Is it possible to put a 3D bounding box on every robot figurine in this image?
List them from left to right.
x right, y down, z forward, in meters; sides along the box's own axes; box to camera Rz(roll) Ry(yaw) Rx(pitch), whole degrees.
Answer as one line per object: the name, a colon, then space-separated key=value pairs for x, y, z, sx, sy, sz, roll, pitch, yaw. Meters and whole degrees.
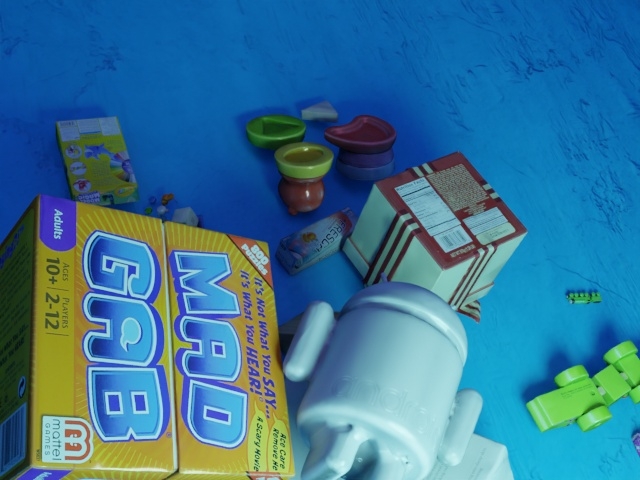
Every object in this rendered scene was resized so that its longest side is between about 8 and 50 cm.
robot figurine: x=0.093 y=0.203 z=1.227 sx=0.299 sy=0.200 sz=0.354 roll=32 pitch=52 yaw=-9

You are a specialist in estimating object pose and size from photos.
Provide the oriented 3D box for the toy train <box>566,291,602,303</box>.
toy train: x=0.565 y=0.124 z=1.846 sx=0.083 sy=0.017 sz=0.024 roll=-1 pitch=66 yaw=-17

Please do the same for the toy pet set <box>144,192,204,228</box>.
toy pet set: x=-0.288 y=-0.030 z=1.695 sx=0.114 sy=0.065 sz=0.122 roll=-8 pitch=46 yaw=21

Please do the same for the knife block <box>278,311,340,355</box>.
knife block: x=0.038 y=0.169 z=1.490 sx=0.088 sy=0.242 sz=0.275 roll=-29 pitch=57 yaw=-31

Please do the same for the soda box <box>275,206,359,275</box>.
soda box: x=0.000 y=0.000 z=1.740 sx=0.183 sy=0.063 sz=0.058 roll=-28 pitch=66 yaw=-31

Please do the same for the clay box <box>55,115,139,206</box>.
clay box: x=-0.446 y=-0.147 z=1.723 sx=0.127 sy=0.053 sz=0.222 roll=-9 pitch=59 yaw=-22

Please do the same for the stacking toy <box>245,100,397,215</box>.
stacking toy: x=-0.005 y=-0.181 z=1.879 sx=0.308 sy=0.130 sz=0.279 roll=-20 pitch=36 yaw=-31

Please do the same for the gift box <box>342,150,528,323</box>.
gift box: x=0.213 y=0.030 z=1.657 sx=0.255 sy=0.258 sz=0.276 roll=-17 pitch=62 yaw=-26

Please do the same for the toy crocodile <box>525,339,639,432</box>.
toy crocodile: x=0.549 y=0.291 z=1.674 sx=0.340 sy=0.105 sz=0.115 roll=-19 pitch=62 yaw=-22

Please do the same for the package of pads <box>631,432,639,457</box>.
package of pads: x=0.649 y=0.395 z=1.660 sx=0.083 sy=0.032 sz=0.050 roll=-2 pitch=54 yaw=-18

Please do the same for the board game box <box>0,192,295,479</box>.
board game box: x=-0.297 y=0.202 z=1.230 sx=0.356 sy=0.356 sz=0.356 roll=12 pitch=56 yaw=-35

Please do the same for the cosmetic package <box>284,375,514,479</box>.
cosmetic package: x=0.076 y=0.366 z=1.328 sx=0.384 sy=0.156 sz=0.217 roll=17 pitch=56 yaw=32
